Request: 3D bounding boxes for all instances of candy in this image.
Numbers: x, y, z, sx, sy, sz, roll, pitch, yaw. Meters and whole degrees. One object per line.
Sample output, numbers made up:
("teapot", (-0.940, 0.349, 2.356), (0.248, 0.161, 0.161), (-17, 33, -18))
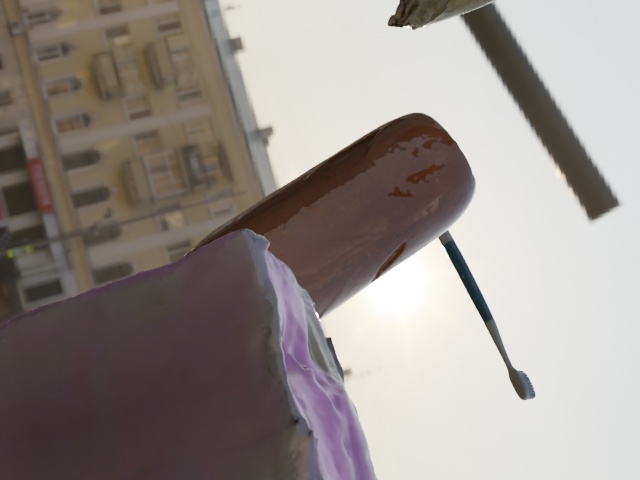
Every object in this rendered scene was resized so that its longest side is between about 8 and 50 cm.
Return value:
("candy", (-0.114, 0.116, 0.581), (0.116, 0.265, 0.155), (52, 20, -60))

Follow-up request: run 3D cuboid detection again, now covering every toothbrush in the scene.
("toothbrush", (0.216, 0.091, 1.442), (0.019, 0.025, 0.275), (-47, -128, 34))

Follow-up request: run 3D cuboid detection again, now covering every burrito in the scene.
("burrito", (0.146, -0.229, 0.967), (0.058, 0.188, 0.045), (34, 35, -78))

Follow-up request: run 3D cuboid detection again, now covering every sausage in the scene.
("sausage", (-0.001, 0.000, 0.984), (0.121, 0.304, 0.121), (47, -22, 25))
